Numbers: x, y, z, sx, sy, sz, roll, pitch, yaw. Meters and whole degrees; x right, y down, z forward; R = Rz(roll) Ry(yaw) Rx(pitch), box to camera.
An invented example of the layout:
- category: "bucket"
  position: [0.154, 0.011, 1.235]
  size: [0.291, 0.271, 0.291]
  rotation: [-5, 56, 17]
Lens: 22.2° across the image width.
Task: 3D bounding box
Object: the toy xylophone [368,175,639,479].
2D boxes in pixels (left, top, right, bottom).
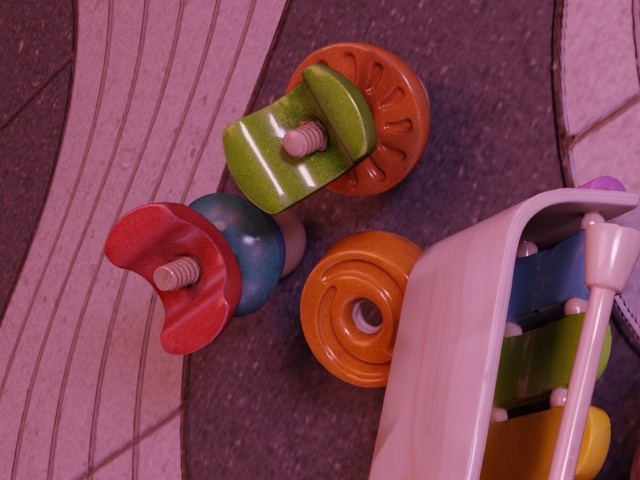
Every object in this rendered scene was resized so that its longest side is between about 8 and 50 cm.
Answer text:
- category: "toy xylophone"
  position: [0.099, 0.111, 0.840]
  size: [0.236, 0.081, 0.322]
  rotation: [-13, 60, 68]

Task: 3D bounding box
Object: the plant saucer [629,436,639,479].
- category: "plant saucer"
  position: [0.190, 0.137, 0.681]
  size: [0.199, 0.036, 0.198]
  rotation: [20, 114, 53]

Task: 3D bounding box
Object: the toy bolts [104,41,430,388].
- category: "toy bolts"
  position: [0.000, 0.000, 1.091]
  size: [0.228, 0.158, 0.218]
  rotation: [-29, 87, 31]
